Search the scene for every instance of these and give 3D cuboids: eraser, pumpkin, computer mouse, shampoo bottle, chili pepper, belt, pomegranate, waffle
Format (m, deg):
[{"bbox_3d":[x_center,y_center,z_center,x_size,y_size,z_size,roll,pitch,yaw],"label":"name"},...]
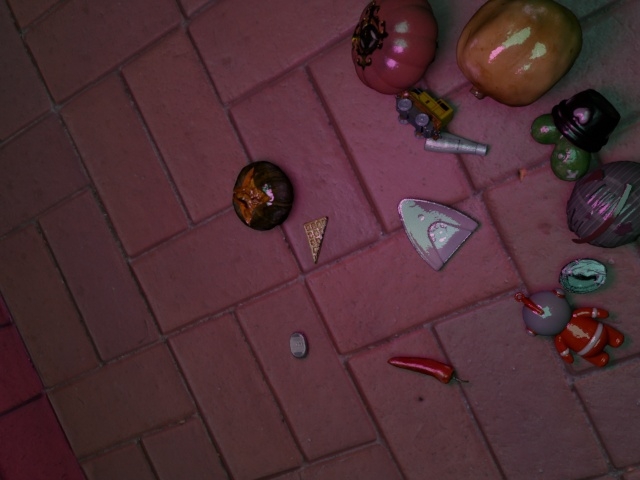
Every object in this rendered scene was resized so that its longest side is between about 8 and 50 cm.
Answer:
[{"bbox_3d":[0.352,-0.052,1.822,0.243,0.059,0.204,41,107,5],"label":"eraser"},{"bbox_3d":[-0.193,-0.151,1.928,0.238,0.159,0.238,9,105,37],"label":"pumpkin"},{"bbox_3d":[-0.076,0.375,2.026,0.066,0.039,0.096,-8,87,18],"label":"computer mouse"},{"bbox_3d":[0.426,-0.301,1.775,0.191,0.041,0.069,13,89,15],"label":"shampoo bottle"},{"bbox_3d":[0.358,0.425,1.878,0.272,0.071,0.063,13,97,18],"label":"chili pepper"},{"bbox_3d":[0.792,0.106,1.707,0.140,0.058,0.105,-18,86,22],"label":"belt"},{"bbox_3d":[0.546,-0.520,1.567,0.332,0.332,0.332,2,98,17],"label":"pomegranate"},{"bbox_3d":[0.000,0.000,1.959,0.097,0.023,0.152,-15,91,20],"label":"waffle"}]

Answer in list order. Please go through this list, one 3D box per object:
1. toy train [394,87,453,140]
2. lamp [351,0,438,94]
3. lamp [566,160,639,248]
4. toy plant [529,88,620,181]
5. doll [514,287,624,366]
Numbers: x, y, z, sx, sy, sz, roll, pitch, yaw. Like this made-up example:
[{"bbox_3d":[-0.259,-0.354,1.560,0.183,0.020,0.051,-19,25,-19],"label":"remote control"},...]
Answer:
[{"bbox_3d":[0.321,-0.402,1.762,0.127,0.089,0.219,-37,67,-11],"label":"toy train"},{"bbox_3d":[0.234,-0.590,1.693,0.305,0.240,0.305,0,90,62],"label":"lamp"},{"bbox_3d":[0.816,-0.101,1.585,0.233,0.233,0.265,34,124,11],"label":"lamp"},{"bbox_3d":[0.729,-0.304,1.625,0.218,0.175,0.235,53,136,12],"label":"toy plant"},{"bbox_3d":[0.742,0.254,1.725,0.336,0.105,0.200,29,106,4],"label":"doll"}]
